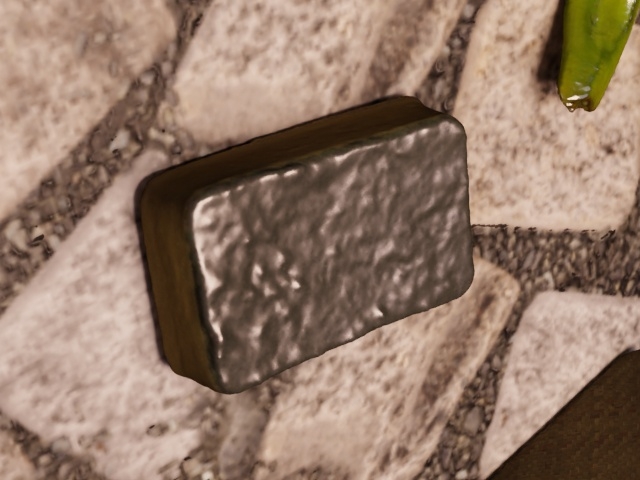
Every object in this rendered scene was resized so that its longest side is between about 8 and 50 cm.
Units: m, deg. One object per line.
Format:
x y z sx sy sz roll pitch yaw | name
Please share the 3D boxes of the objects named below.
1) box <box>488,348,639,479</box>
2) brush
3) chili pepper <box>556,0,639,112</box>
0.212 0.230 0.869 0.273 0.184 0.143 -38 125 -20 | box
0.000 0.000 0.719 0.197 0.059 0.123 -21 115 -29 | brush
0.188 -0.180 0.801 0.052 0.050 0.202 10 100 -22 | chili pepper
